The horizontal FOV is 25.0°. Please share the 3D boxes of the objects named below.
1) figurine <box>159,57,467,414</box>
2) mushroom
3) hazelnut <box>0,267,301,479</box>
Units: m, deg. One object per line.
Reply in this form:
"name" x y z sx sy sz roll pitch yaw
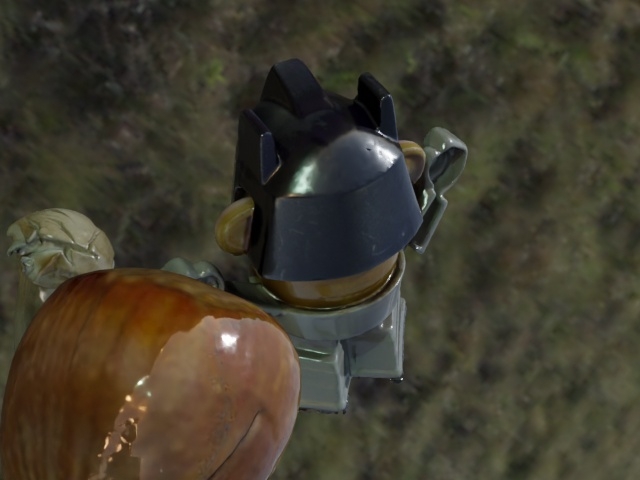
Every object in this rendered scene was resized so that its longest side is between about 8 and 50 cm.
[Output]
"figurine" 0.004 0.000 1.155 0.308 0.143 0.308 -42 146 -38
"mushroom" -0.172 0.087 1.001 0.081 0.092 0.223 -14 104 -34
"hazelnut" -0.089 0.090 0.739 0.150 0.150 0.150 -45 160 -22
